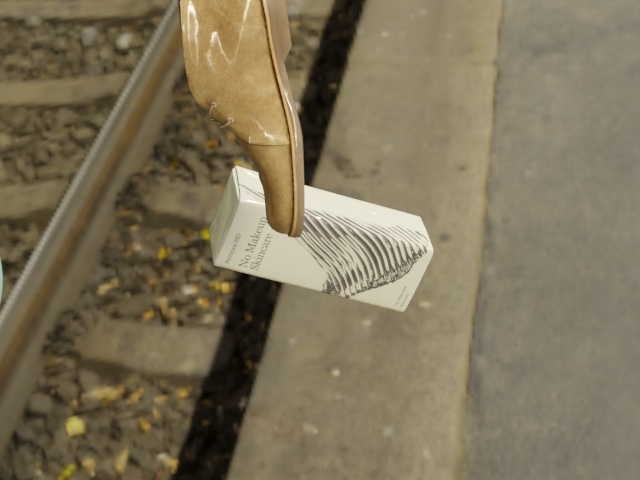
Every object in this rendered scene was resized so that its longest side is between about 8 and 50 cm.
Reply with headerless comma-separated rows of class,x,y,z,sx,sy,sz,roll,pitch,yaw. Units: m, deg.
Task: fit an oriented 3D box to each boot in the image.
boot,-0.081,-0.143,1.388,0.115,0.305,0.112,-13,18,-9

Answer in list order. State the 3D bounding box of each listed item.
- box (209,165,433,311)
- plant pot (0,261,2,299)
box,0.000,0.000,1.699,0.275,0.113,0.094,13,29,-18
plant pot,-0.510,0.052,1.514,0.293,0.293,0.235,-35,6,-34
